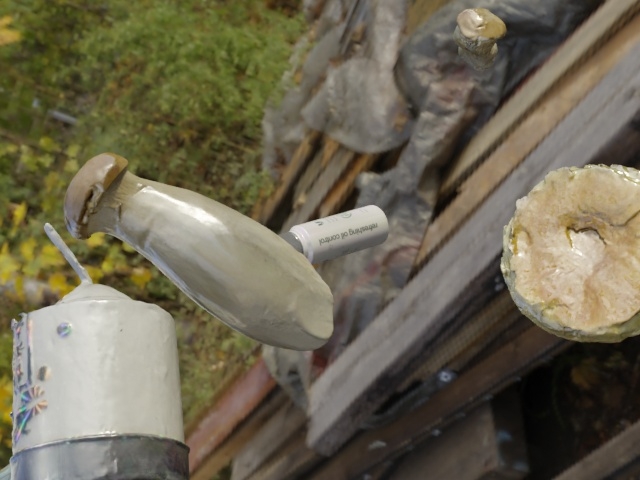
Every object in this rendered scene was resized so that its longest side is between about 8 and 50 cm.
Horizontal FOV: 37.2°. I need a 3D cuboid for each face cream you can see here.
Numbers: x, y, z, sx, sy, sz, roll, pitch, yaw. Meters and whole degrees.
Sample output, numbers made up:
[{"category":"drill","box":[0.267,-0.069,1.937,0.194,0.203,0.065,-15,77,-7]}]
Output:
[{"category":"face cream","box":[0.000,0.000,1.988,0.092,0.311,0.092,27,124,48]}]

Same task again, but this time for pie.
[{"category":"pie","box":[0.468,0.017,1.616,0.339,0.083,0.340,-7,70,19]}]

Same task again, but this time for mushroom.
[{"category":"mushroom","box":[-0.134,0.016,1.118,0.128,0.350,0.128,-59,10,16]},{"category":"mushroom","box":[0.209,-0.260,1.260,0.054,0.059,0.202,-44,-8,5]}]

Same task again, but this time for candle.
[{"category":"candle","box":[-0.243,0.139,1.029,0.187,0.187,0.330,-43,50,52]}]

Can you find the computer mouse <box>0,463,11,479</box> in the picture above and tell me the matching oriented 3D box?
[{"category":"computer mouse","box":[-0.462,0.414,1.560,0.371,0.122,0.188,-31,19,6]}]
